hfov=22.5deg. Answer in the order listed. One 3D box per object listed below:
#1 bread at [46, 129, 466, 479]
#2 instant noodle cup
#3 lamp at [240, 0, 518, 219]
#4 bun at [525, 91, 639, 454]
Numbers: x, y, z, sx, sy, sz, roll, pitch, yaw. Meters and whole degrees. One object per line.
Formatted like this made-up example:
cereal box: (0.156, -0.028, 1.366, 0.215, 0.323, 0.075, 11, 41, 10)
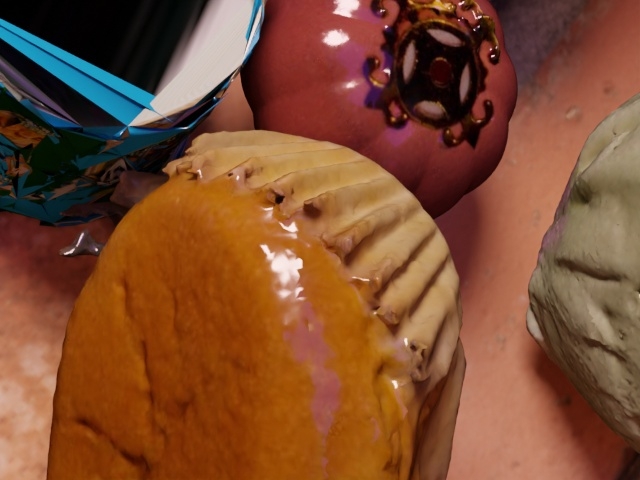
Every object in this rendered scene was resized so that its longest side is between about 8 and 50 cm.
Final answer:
bread: (-0.040, 0.136, 0.868, 0.183, 0.236, 0.388, -10, 102, -57)
instant noodle cup: (-0.144, -0.131, 0.921, 0.240, 0.178, 0.240, 4, 81, -25)
lamp: (0.032, -0.096, 0.986, 0.182, 0.140, 0.182, 6, 80, -34)
bun: (0.228, 0.023, 1.055, 0.187, 0.293, 0.293, -1, 81, 14)
